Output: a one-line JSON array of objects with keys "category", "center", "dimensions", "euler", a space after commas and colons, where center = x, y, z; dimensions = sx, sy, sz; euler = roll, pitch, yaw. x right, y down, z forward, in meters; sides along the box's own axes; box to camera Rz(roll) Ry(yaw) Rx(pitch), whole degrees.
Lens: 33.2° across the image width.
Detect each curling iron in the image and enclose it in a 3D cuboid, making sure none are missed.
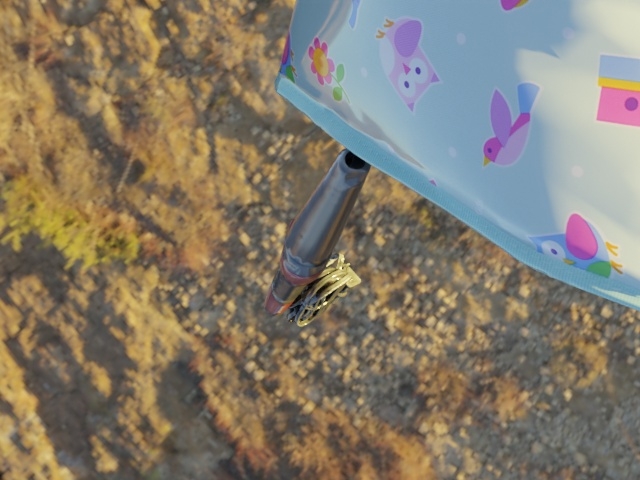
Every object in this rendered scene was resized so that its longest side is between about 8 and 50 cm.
[{"category": "curling iron", "center": [0.000, 0.000, 0.661], "dimensions": [0.035, 0.068, 0.274], "euler": [53, 165, 13]}]

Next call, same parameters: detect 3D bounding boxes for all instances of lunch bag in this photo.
[{"category": "lunch bag", "center": [0.114, -0.116, 0.478], "dimensions": [0.262, 0.160, 0.223], "euler": [43, 131, 44]}]
